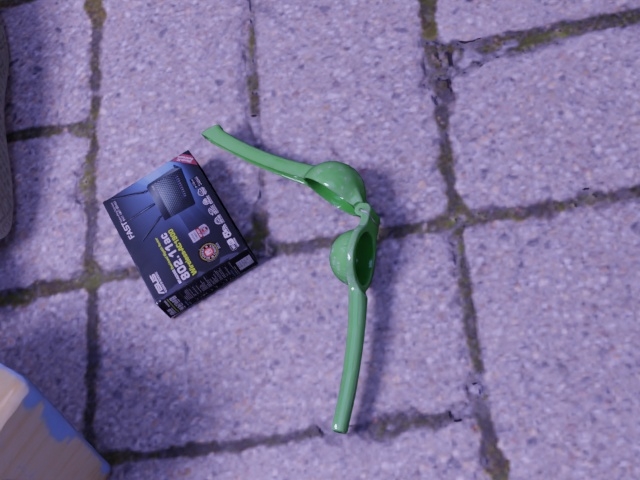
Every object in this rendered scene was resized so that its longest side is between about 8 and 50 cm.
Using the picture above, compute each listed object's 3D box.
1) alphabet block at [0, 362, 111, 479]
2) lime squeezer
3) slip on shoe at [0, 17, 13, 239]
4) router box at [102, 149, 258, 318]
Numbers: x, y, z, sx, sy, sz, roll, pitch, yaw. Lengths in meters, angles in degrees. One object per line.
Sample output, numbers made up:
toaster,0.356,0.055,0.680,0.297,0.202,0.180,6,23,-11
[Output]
alphabet block,-0.312,0.181,0.818,0.193,0.192,0.197,23,66,24
lime squeezer,0.000,0.000,0.905,0.110,0.059,0.310,-21,63,-8
slip on shoe,-0.362,-0.142,1.036,0.101,0.123,0.331,-14,68,12
router box,-0.124,-0.007,0.954,0.092,0.038,0.122,-33,63,-1
